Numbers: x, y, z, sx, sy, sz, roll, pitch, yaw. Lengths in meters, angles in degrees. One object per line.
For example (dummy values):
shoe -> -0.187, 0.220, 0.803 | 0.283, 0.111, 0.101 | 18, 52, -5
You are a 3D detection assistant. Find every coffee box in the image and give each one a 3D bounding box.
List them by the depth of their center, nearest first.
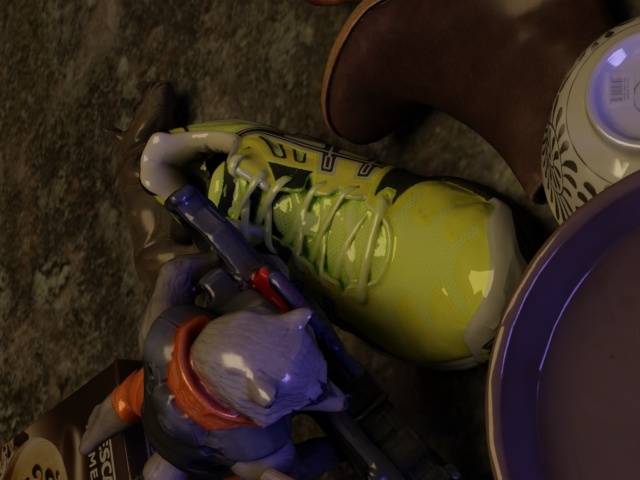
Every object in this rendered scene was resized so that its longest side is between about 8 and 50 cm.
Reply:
coffee box -> -0.191, 0.235, 1.414 | 0.297, 0.118, 0.168 | -36, 55, 45

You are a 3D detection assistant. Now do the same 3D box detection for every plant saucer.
plant saucer -> 0.224, 0.089, 0.835 | 0.277, 0.041, 0.278 | -2, 82, 18

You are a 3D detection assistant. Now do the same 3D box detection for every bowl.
bowl -> 0.196, -0.070, 0.915 | 0.170, 0.080, 0.170 | -10, 65, 21

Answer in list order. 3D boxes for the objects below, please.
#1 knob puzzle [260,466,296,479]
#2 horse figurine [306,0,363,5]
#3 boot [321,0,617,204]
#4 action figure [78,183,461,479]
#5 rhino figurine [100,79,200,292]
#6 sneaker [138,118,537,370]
knob puzzle -> 0.055, 0.236, 1.018 | 0.213, 0.213, 0.030 | -1, 42, 54
horse figurine -> 0.049, -0.257, 1.228 | 0.263, 0.066, 0.175 | -39, 48, 41
boot -> 0.102, -0.101, 1.101 | 0.248, 0.090, 0.207 | -49, 45, 32
action figure -> -0.042, 0.152, 1.113 | 0.341, 0.178, 0.330 | 45, 152, 14
rhino figurine -> -0.141, -0.053, 1.442 | 0.106, 0.073, 0.243 | -48, 46, 34
sneaker -> 0.000, 0.000, 1.176 | 0.384, 0.147, 0.145 | 18, 97, 52
